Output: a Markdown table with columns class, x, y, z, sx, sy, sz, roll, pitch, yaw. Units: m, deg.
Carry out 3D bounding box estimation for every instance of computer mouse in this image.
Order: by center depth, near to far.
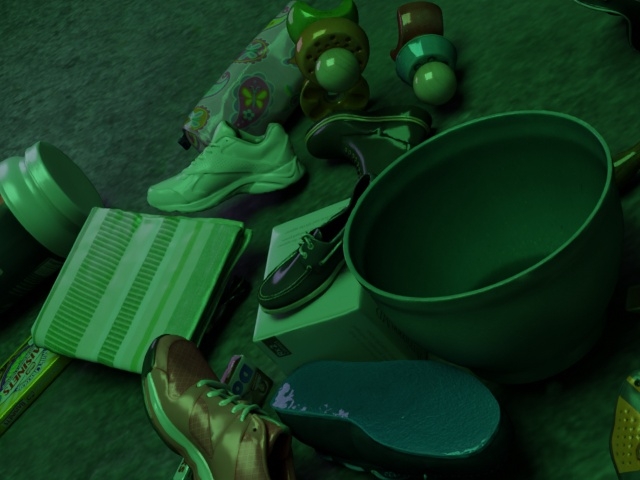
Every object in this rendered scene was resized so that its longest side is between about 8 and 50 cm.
| class | x | y | z | sx | sy | sz | roll | pitch | yaw |
| --- | --- | --- | --- | --- | --- | --- | --- | --- | --- |
| computer mouse | -0.186 | 0.078 | 1.987 | 0.193 | 0.042 | 0.106 | 19 | 73 | 46 |

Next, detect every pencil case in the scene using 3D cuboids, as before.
| class | x | y | z | sx | sy | sz | roll | pitch | yaw |
| --- | --- | --- | --- | --- | --- | --- | --- | --- | --- |
| pencil case | -0.086 | -0.228 | 2.133 | 0.284 | 0.124 | 0.124 | -52 | 36 | -9 |

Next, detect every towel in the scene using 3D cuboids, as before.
| class | x | y | z | sx | sy | sz | roll | pitch | yaw |
| --- | --- | --- | --- | --- | --- | --- | --- | --- | --- |
| towel | -0.262 | 0.068 | 1.998 | 0.325 | 0.038 | 0.248 | 7 | 64 | 41 |

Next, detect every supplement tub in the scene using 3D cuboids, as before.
| class | x | y | z | sx | sy | sz | roll | pitch | yaw |
| --- | --- | --- | --- | --- | --- | --- | --- | --- | --- |
| supplement tub | -0.498 | -0.012 | 2.254 | 0.272 | 0.191 | 0.191 | -38 | 36 | 9 |

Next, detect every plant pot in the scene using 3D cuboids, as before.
| class | x | y | z | sx | sy | sz | roll | pitch | yaw |
| --- | --- | --- | --- | --- | --- | --- | --- | --- | --- |
| plant pot | 0.197 | 0.028 | 1.501 | 0.293 | 0.196 | 0.293 | -20 | 34 | 15 |

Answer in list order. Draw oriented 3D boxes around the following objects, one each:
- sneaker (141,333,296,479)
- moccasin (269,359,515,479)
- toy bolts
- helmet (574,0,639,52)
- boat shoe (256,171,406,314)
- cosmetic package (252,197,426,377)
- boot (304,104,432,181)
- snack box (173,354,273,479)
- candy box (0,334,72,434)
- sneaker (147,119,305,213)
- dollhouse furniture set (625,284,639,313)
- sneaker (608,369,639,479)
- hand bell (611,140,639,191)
| class | x | y | z | sx | sy | sz | roll | pitch | yaw |
| --- | --- | --- | --- | --- | --- | --- | --- | --- | --- |
| sneaker | -0.093 | 0.225 | 1.612 | 0.136 | 0.116 | 0.314 | -40 | 63 | 23 |
| moccasin | 0.091 | 0.200 | 1.531 | 0.138 | 0.117 | 0.342 | -45 | 29 | -23 |
| toy bolts | 0.077 | -0.219 | 1.941 | 0.228 | 0.218 | 0.158 | -6 | 42 | -8 |
| helmet | 0.389 | -0.327 | 1.721 | 0.169 | 0.161 | 0.169 | -26 | 39 | 24 |
| boat shoe | 0.000 | 0.000 | 1.597 | 0.206 | 0.065 | 0.075 | -39 | 37 | 4 |
| cosmetic package | 0.031 | 0.072 | 1.681 | 0.151 | 0.151 | 0.183 | -20 | 43 | 29 |
| boot | 0.049 | -0.107 | 1.917 | 0.198 | 0.077 | 0.137 | -11 | 52 | 39 |
| snack box | -0.119 | 0.233 | 1.740 | 0.022 | 0.064 | 0.178 | -4 | 52 | 45 |
| candy box | -0.453 | 0.210 | 2.126 | 0.206 | 0.027 | 0.105 | -47 | 39 | -4 |
| sneaker | -0.145 | -0.112 | 2.023 | 0.232 | 0.115 | 0.090 | -17 | 16 | 3 |
| dollhouse furniture set | 0.353 | 0.056 | 1.439 | 0.114 | 0.081 | 0.091 | -13 | 46 | 36 |
| sneaker | 0.376 | 0.139 | 1.271 | 0.321 | 0.124 | 0.180 | -48 | 41 | -2 |
| hand bell | 0.380 | -0.110 | 1.590 | 0.242 | 0.126 | 0.126 | -41 | 33 | 27 |
